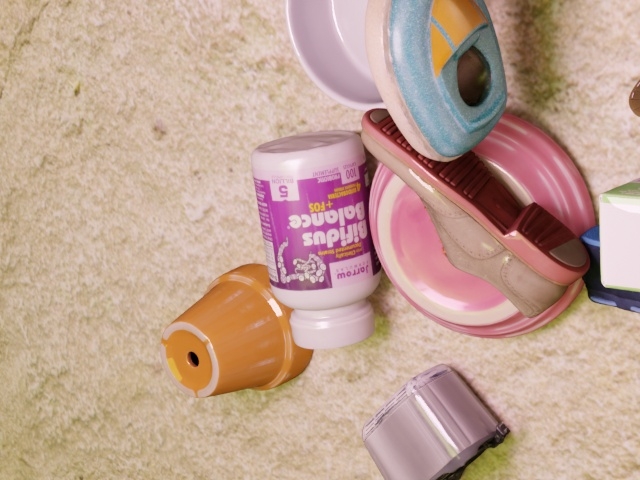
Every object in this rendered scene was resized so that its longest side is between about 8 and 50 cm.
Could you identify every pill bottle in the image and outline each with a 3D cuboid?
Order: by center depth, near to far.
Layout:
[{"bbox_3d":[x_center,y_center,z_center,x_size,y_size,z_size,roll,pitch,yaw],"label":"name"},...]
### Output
[{"bbox_3d":[0.000,0.000,2.106,0.169,0.169,0.302,3,108,40],"label":"pill bottle"}]

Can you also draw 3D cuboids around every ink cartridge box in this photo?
[{"bbox_3d":[0.470,-0.022,1.621,0.198,0.273,0.115,6,108,39],"label":"ink cartridge box"}]

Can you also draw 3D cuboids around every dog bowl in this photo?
[{"bbox_3d":[0.082,-0.316,1.961,0.265,0.104,0.265,16,115,36],"label":"dog bowl"}]

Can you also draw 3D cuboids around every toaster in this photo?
[{"bbox_3d":[0.164,0.285,2.102,0.146,0.129,0.227,53,133,15],"label":"toaster"}]

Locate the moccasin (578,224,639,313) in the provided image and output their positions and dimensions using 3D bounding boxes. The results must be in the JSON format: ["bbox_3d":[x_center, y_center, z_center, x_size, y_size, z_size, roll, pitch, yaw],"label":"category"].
[{"bbox_3d":[0.474,0.066,1.769,0.342,0.137,0.117,25,126,49],"label":"moccasin"}]

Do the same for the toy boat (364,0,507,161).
[{"bbox_3d":[0.191,-0.268,1.756,0.148,0.318,0.267,8,136,45],"label":"toy boat"}]

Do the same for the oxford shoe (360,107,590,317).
[{"bbox_3d":[0.173,-0.032,1.835,0.348,0.123,0.130,41,126,11],"label":"oxford shoe"}]

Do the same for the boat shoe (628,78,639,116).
[{"bbox_3d":[0.439,-0.211,1.739,0.056,0.048,0.153,53,126,29],"label":"boat shoe"}]

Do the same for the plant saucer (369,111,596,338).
[{"bbox_3d":[0.206,-0.014,1.947,0.332,0.084,0.332,12,114,27],"label":"plant saucer"}]

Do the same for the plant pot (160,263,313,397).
[{"bbox_3d":[-0.147,0.161,2.282,0.205,0.188,0.205,16,116,36],"label":"plant pot"}]
